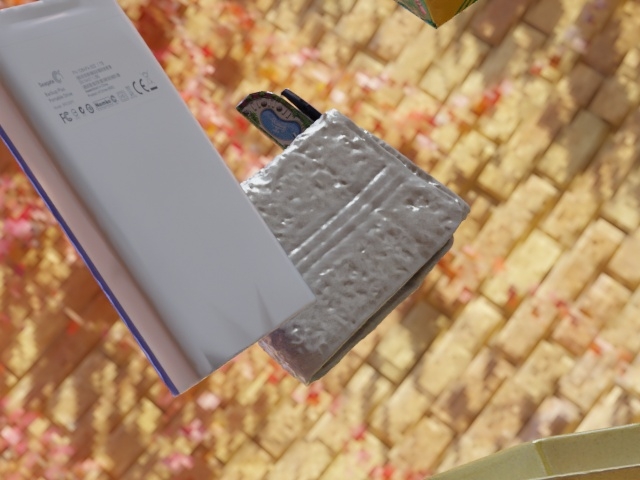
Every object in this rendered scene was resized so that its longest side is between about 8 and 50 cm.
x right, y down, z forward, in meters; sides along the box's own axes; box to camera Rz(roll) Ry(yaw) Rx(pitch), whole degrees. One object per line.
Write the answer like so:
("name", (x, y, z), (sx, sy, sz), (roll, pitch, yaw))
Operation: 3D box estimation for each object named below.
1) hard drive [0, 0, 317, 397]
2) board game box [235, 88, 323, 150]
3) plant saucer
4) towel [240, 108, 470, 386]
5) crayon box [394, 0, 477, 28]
("hard drive", (-0.144, -0.048, 1.364), (0.040, 0.318, 0.210), (-34, -1, 28))
("board game box", (0.004, -0.097, 1.840), (0.060, 0.194, 0.194), (-50, -1, 1))
("plant saucer", (0.257, 0.218, 1.518), (0.333, 0.333, 0.081), (-9, -94, -55))
("towel", (0.000, 0.000, 1.607), (0.282, 0.187, 0.049), (-41, -19, -38))
("crayon box", (0.086, -0.317, 1.266), (0.165, 0.081, 0.278), (-35, -51, -10))
